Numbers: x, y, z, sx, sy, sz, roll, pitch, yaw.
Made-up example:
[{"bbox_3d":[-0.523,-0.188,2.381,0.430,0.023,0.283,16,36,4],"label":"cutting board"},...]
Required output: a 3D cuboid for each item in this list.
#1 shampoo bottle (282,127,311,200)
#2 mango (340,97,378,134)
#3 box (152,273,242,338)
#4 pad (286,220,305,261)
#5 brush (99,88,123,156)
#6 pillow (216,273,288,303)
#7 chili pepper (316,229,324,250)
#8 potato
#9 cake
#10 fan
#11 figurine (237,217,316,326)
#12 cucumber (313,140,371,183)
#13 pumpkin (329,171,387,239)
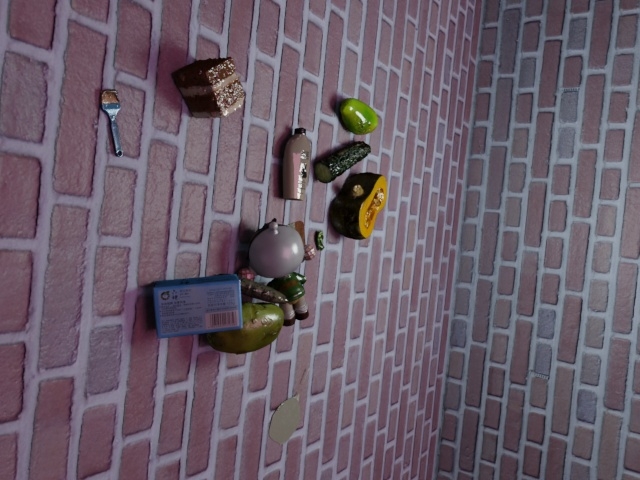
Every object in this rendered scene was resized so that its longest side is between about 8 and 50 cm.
[{"bbox_3d":[-0.084,-0.271,1.788,0.127,0.078,0.256,5,89,-51],"label":"shampoo bottle"},{"bbox_3d":[0.150,-0.502,2.055,0.233,0.111,0.125,11,82,-54],"label":"mango"},{"bbox_3d":[-0.337,0.179,1.399,0.233,0.083,0.142,-4,102,-15],"label":"box"},{"bbox_3d":[-0.104,0.106,1.839,0.250,0.055,0.322,-24,96,-51],"label":"pad"},{"bbox_3d":[-0.508,-0.287,1.243,0.051,0.014,0.164,-24,116,-49],"label":"brush"},{"bbox_3d":[-0.207,0.153,1.566,0.241,0.093,0.051,22,84,-13],"label":"pillow"},{"bbox_3d":[0.000,0.001,1.993,0.034,0.030,0.091,-64,151,-67],"label":"chili pepper"},{"bbox_3d":[-0.228,0.270,1.572,0.254,0.186,0.148,-15,73,-25],"label":"potato"},{"bbox_3d":[-0.306,-0.422,1.409,0.134,0.135,0.147,-46,136,-42],"label":"cake"},{"bbox_3d":[-0.105,0.632,1.957,0.182,0.010,0.310,51,58,-46],"label":"fan"},{"bbox_3d":[-0.129,0.102,1.668,0.282,0.167,0.369,-20,109,-20],"label":"figurine"},{"bbox_3d":[0.109,-0.331,2.038,0.359,0.096,0.096,-37,124,-45],"label":"cucumber"},{"bbox_3d":[0.164,-0.162,2.104,0.317,0.139,0.221,-58,140,-30],"label":"pumpkin"}]
